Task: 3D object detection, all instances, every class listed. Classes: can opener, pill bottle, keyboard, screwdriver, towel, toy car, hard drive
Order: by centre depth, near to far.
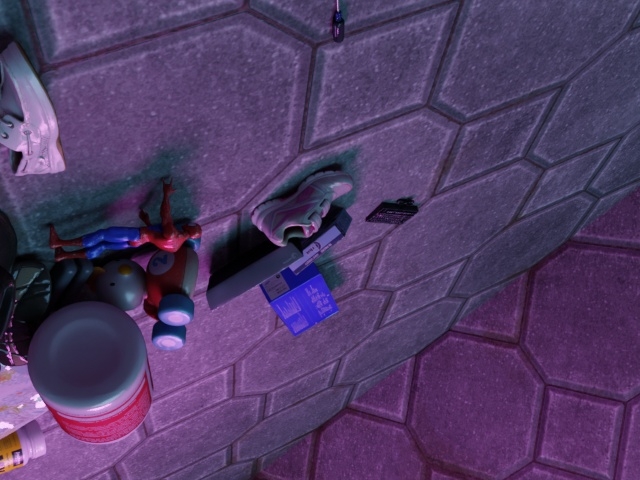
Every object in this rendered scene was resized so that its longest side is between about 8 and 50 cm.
[{"bbox_3d":[0.031,-0.401,1.376,0.024,0.025,0.170,-26,157,-12],"label":"screwdriver"},{"bbox_3d":[-0.552,0.140,1.685,0.074,0.093,0.280,-2,139,-47],"label":"can opener"},{"bbox_3d":[-0.387,0.087,1.697,0.237,0.219,0.210,9,143,-14],"label":"toy car"},{"bbox_3d":[-0.480,0.306,1.732,0.229,0.229,0.408,-23,158,-18],"label":"pill bottle"},{"bbox_3d":[-0.758,0.355,1.857,0.320,0.090,0.374,-32,156,0],"label":"towel"},{"bbox_3d":[-0.162,0.066,1.933,0.254,0.054,0.172,-31,-165,4],"label":"hard drive"},{"bbox_3d":[-0.840,0.551,2.108,0.208,0.119,0.119,-15,152,-33],"label":"pill bottle"},{"bbox_3d":[0.210,-0.078,2.229,0.108,0.023,0.180,-45,154,28],"label":"keyboard"}]

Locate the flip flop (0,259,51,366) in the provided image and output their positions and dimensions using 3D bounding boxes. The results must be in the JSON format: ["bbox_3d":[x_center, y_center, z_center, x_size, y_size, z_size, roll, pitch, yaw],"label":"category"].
[{"bbox_3d":[-0.604,0.141,1.615,0.112,0.080,0.277,4,130,-19],"label":"flip flop"}]

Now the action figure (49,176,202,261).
[{"bbox_3d":[-0.372,-0.039,1.557,0.280,0.139,0.091,-2,153,-9],"label":"action figure"}]

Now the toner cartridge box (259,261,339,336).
[{"bbox_3d":[-0.056,0.166,2.329,0.165,0.075,0.348,-29,156,-2],"label":"toner cartridge box"}]

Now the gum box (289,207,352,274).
[{"bbox_3d":[0.000,0.000,2.003,0.157,0.041,0.184,-38,-172,16],"label":"gum box"}]

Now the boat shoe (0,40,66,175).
[{"bbox_3d":[-0.441,-0.173,1.175,0.096,0.098,0.277,-23,156,-20],"label":"boat shoe"}]

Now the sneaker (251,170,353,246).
[{"bbox_3d":[-0.027,-0.067,1.857,0.252,0.111,0.103,-31,156,0],"label":"sneaker"}]

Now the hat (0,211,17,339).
[{"bbox_3d":[-0.599,0.108,1.343,0.331,0.134,0.331,-48,152,-36],"label":"hat"}]
